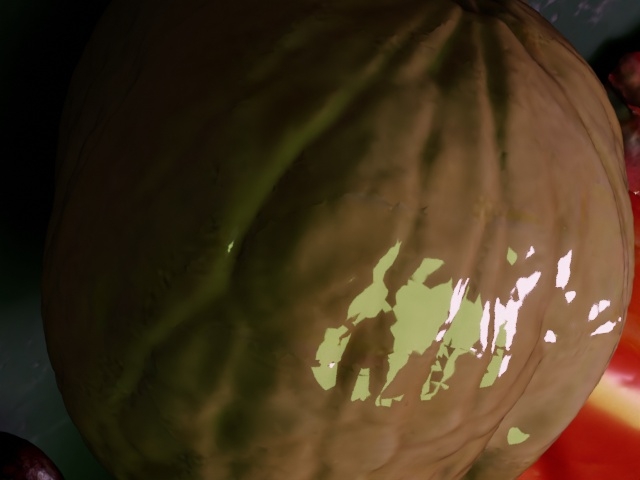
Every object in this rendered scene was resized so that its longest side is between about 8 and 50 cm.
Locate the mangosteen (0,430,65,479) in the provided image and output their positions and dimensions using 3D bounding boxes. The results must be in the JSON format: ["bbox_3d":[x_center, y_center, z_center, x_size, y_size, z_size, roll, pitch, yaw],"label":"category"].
[{"bbox_3d":[-0.141,0.118,0.697,0.081,0.081,0.081,-30,145,-23],"label":"mangosteen"}]

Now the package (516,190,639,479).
[{"bbox_3d":[0.060,0.153,0.804,0.196,0.123,0.423,25,122,-25],"label":"package"}]

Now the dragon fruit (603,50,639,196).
[{"bbox_3d":[0.158,0.042,0.897,0.211,0.134,0.262,-27,146,-11],"label":"dragon fruit"}]

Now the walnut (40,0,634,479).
[{"bbox_3d":[0.000,0.000,0.599,0.228,0.228,0.228,-30,145,-23],"label":"walnut"}]
